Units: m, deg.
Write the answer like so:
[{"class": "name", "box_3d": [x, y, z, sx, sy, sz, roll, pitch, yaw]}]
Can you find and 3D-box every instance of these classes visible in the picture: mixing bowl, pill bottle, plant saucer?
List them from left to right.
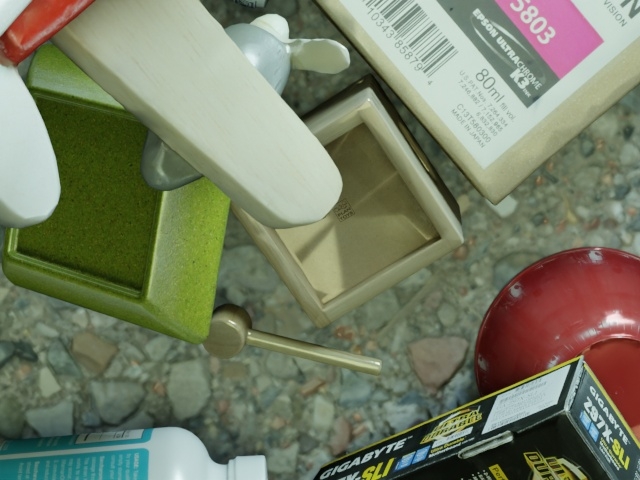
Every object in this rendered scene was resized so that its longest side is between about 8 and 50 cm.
[{"class": "pill bottle", "box_3d": [-0.169, 0.217, 1.025, 0.264, 0.146, 0.146, -4, 101, 0]}, {"class": "plant saucer", "box_3d": [-0.156, -0.035, 0.983, 0.188, 0.045, 0.188, 15, 101, 26]}, {"class": "mixing bowl", "box_3d": [0.213, 0.102, 1.042, 0.181, 0.098, 0.181, 0, 100, -1]}]

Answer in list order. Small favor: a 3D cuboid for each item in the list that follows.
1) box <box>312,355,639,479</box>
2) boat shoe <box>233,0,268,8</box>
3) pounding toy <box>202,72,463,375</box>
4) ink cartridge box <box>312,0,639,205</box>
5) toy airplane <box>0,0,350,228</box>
[{"class": "box", "box_3d": [0.169, 0.274, 1.030, 0.257, 0.079, 0.322, -29, 102, 31]}, {"class": "boat shoe", "box_3d": [-0.065, -0.355, 0.937, 0.156, 0.136, 0.367, 15, 110, -2]}, {"class": "pounding toy", "box_3d": [0.000, 0.010, 1.024, 0.206, 0.094, 0.181, -31, 105, 13]}, {"class": "ink cartridge box", "box_3d": [0.119, -0.176, 0.990, 0.193, 0.088, 0.234, -42, 99, 7]}, {"class": "toy airplane", "box_3d": [-0.152, -0.192, 0.797, 0.384, 0.272, 0.386, -4, 101, -27]}]
